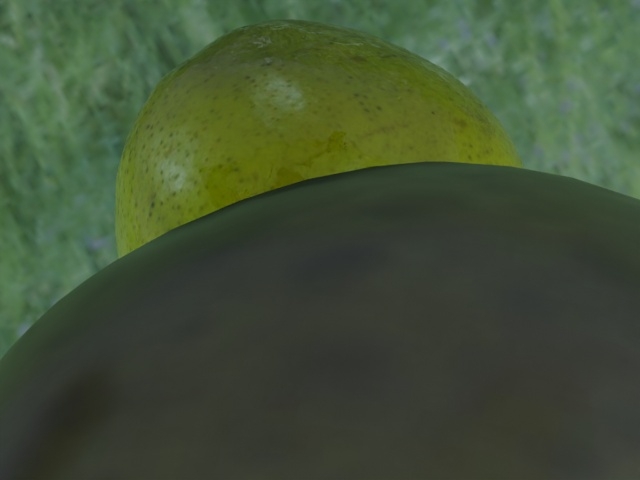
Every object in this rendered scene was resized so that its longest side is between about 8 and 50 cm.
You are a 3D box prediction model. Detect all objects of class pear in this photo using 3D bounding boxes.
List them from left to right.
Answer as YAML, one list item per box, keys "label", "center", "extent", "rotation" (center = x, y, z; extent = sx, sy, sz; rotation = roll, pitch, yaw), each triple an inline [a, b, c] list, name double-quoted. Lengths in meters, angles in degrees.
- label: "pear"
  center: [-0.001, 0.001, 0.692]
  extent: [0.198, 0.198, 0.198]
  rotation: [-28, 173, -4]

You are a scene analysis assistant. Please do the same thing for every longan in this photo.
- label: "longan"
  center: [0.033, 0.154, 0.455]
  extent: [0.361, 0.361, 0.361]
  rotation: [-28, 173, -4]
